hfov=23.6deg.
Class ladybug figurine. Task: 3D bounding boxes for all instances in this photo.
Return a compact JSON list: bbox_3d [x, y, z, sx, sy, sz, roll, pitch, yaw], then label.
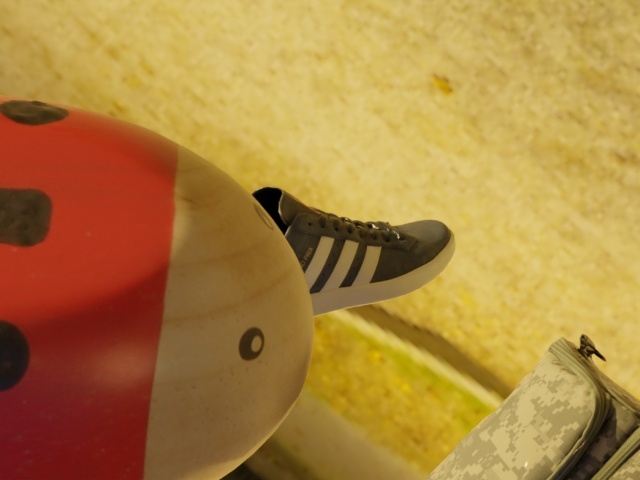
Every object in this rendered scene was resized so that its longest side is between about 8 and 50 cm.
[{"bbox_3d":[-0.224,0.027,0.960,0.449,0.305,0.162,2,147,-5],"label":"ladybug figurine"}]

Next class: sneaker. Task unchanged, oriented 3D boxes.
[{"bbox_3d":[0.000,0.000,1.769,0.131,0.350,0.148,20,122,59],"label":"sneaker"}]

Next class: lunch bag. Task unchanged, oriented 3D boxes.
[{"bbox_3d":[0.223,0.270,1.445,0.256,0.305,0.212,45,-174,37],"label":"lunch bag"}]
